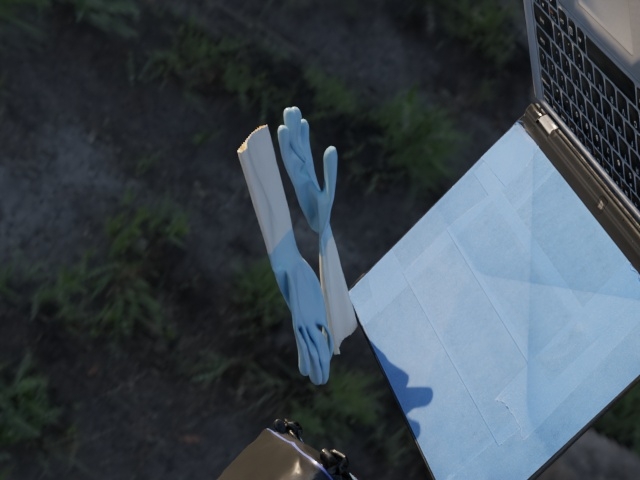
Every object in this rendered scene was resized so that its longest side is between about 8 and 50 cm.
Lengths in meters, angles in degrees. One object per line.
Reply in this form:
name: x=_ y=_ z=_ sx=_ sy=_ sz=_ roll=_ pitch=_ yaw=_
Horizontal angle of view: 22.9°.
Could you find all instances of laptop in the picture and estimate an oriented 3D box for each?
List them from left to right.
laptop: x=0.142 y=-0.054 z=1.297 sx=0.236 sy=0.408 sz=0.382 roll=-16 pitch=32 yaw=-6

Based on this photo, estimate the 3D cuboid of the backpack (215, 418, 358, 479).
backpack: x=0.001 y=0.242 z=1.235 sx=0.117 sy=0.158 sz=0.173 roll=-43 pitch=106 yaw=-10

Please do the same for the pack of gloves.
pack of gloves: x=0.000 y=0.000 z=1.388 sx=0.195 sy=0.046 sz=0.232 roll=-60 pitch=137 yaw=-68
